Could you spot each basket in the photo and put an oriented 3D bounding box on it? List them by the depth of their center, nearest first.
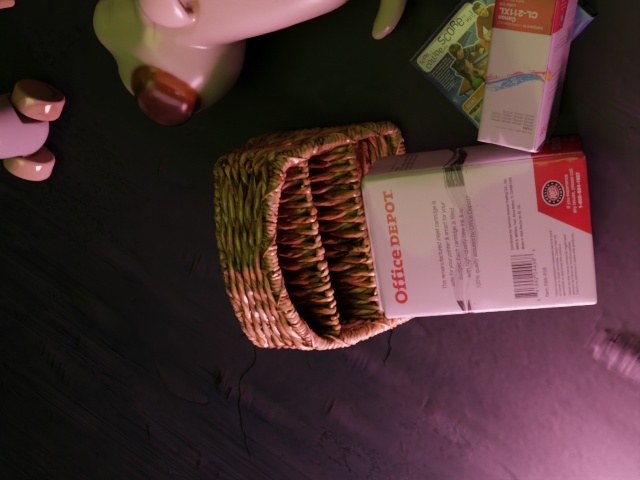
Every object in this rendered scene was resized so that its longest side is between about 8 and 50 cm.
[{"bbox_3d":[0.000,0.000,1.238,0.223,0.213,0.299,0,110,28],"label":"basket"}]

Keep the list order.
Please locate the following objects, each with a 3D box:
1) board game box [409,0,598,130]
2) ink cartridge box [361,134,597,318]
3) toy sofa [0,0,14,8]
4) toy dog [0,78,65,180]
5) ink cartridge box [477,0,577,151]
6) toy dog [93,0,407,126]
[{"bbox_3d":[0.226,-0.255,1.124,0.136,0.035,0.201,46,123,4],"label":"board game box"},{"bbox_3d":[0.205,-0.017,1.150,0.272,0.114,0.197,-5,107,14],"label":"ink cartridge box"},{"bbox_3d":[-0.612,-0.535,1.384,0.177,0.150,0.363,11,114,23],"label":"toy sofa"},{"bbox_3d":[-0.571,-0.198,1.431,0.161,0.333,0.220,37,98,30],"label":"toy dog"},{"bbox_3d":[0.241,-0.206,1.037,0.072,0.127,0.175,13,116,21],"label":"ink cartridge box"},{"bbox_3d":[-0.129,-0.345,1.168,0.395,0.285,0.408,30,127,-29],"label":"toy dog"}]
